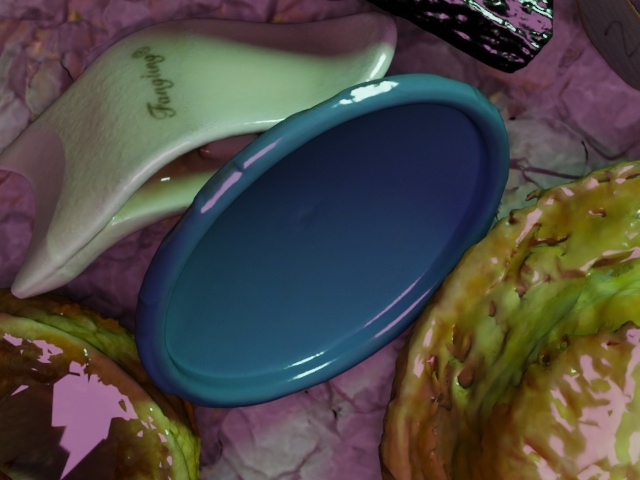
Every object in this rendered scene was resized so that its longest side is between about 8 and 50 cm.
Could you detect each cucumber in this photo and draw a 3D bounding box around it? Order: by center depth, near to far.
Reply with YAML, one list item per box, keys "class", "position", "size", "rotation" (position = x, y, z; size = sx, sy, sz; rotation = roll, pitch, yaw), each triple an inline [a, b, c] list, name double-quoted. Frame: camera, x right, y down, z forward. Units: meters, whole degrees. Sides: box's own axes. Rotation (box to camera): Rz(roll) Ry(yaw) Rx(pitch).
- class: "cucumber"
  position: [0.012, -0.197, 1.168]
  size: [0.300, 0.072, 0.072]
  rotation: [25, 102, -3]

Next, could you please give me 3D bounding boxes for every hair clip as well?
- class: "hair clip"
  position: [-0.083, -0.075, 1.210]
  size: [0.282, 0.172, 0.113]
  rotation: [-11, 126, -6]

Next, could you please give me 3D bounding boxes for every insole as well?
- class: "insole"
  position: [0.186, -0.157, 1.196]
  size: [0.004, 0.064, 0.188]
  rotation: [-54, 132, -18]

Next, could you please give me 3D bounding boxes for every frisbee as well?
- class: "frisbee"
  position: [-0.002, -0.003, 1.190]
  size: [0.289, 0.289, 0.049]
  rotation: [-44, 58, 10]

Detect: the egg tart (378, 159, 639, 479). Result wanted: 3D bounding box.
- class: "egg tart"
  position: [0.244, 0.161, 1.195]
  size: [0.443, 0.178, 0.443]
  rotation: [2, 99, 16]

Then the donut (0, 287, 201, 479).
- class: "donut"
  position: [-0.226, 0.189, 1.279]
  size: [0.330, 0.160, 0.330]
  rotation: [3, 103, 14]
